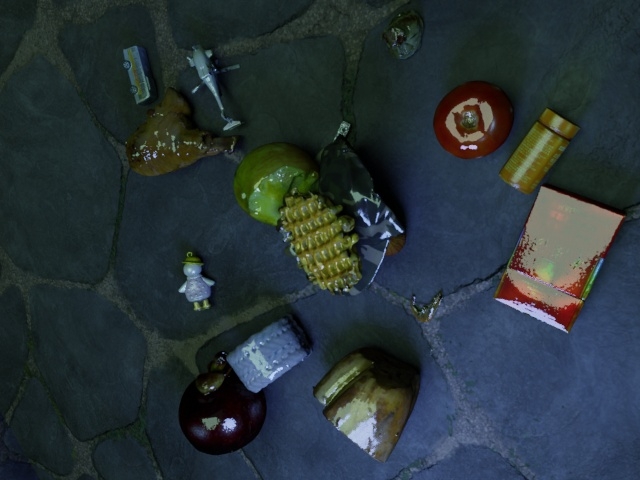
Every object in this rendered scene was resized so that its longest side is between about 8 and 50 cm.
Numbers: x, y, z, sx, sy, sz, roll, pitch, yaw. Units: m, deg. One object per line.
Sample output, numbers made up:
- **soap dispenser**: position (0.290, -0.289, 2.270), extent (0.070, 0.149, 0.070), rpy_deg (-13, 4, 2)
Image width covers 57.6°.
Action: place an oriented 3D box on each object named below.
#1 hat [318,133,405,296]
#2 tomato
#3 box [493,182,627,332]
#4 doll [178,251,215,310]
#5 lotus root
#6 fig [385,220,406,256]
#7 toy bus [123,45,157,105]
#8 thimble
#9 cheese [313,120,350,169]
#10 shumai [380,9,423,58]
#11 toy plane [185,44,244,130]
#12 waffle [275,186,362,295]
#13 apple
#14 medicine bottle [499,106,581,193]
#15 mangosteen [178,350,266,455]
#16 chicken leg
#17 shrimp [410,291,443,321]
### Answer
- **hat**: position (0.046, -0.055, 1.560), extent (0.382, 0.257, 0.366), rpy_deg (-54, 33, 17)
- **tomato**: position (0.377, -0.296, 1.434), extent (0.195, 0.136, 0.195), rpy_deg (5, 101, 26)
- **box**: position (0.576, 0.040, 1.417), extent (0.197, 0.089, 0.313), rpy_deg (25, 111, 22)
- **doll**: position (-0.429, 0.140, 2.001), extent (0.129, 0.081, 0.207), rpy_deg (-12, 91, 1)
- **lotus root**: position (0.128, 0.433, 1.637), extent (0.316, 0.316, 0.250), rpy_deg (34, 98, 20)
- **fig**: position (0.175, -0.002, 1.598), extent (0.119, 0.153, 0.119), rpy_deg (7, 121, 12)
- **toy bus**: position (-0.613, -0.561, 1.982), extent (0.075, 0.064, 0.191), rpy_deg (-15, 92, 18)
- **thimble**: position (-0.157, 0.355, 1.821), extent (0.245, 0.217, 0.157), rpy_deg (-37, 84, 10)
- **cheese**: position (0.038, -0.255, 1.688), extent (0.097, 0.037, 0.192), rpy_deg (34, 115, 18)
- **shumai**: position (0.206, -0.539, 1.511), extent (0.098, 0.087, 0.124), rpy_deg (16, 106, 27)
- **toy plane**: position (-0.341, -0.477, 1.804), extent (0.181, 0.107, 0.273), rpy_deg (-6, 84, 17)
- **waffle**: position (-0.007, -0.004, 1.507), extent (0.329, 0.062, 0.329), rpy_deg (37, 142, 36)
- **apple**: position (-0.129, -0.157, 1.675), extent (0.246, 0.226, 0.246), rpy_deg (28, 125, 50)
- **medicine bottle**: position (0.521, -0.213, 1.393), extent (0.096, 0.096, 0.192), rpy_deg (39, 115, 17)
- **mangosteen**: position (-0.327, 0.543, 1.894), extent (0.297, 0.297, 0.293), rpy_deg (-3, 138, 30)
- **chicken leg**: position (-0.449, -0.355, 1.887), extent (0.409, 0.182, 0.295), rpy_deg (2, 85, 21)
- **shrimp**: position (0.295, 0.175, 1.638), extent (0.083, 0.023, 0.114), rpy_deg (40, 120, 20)
